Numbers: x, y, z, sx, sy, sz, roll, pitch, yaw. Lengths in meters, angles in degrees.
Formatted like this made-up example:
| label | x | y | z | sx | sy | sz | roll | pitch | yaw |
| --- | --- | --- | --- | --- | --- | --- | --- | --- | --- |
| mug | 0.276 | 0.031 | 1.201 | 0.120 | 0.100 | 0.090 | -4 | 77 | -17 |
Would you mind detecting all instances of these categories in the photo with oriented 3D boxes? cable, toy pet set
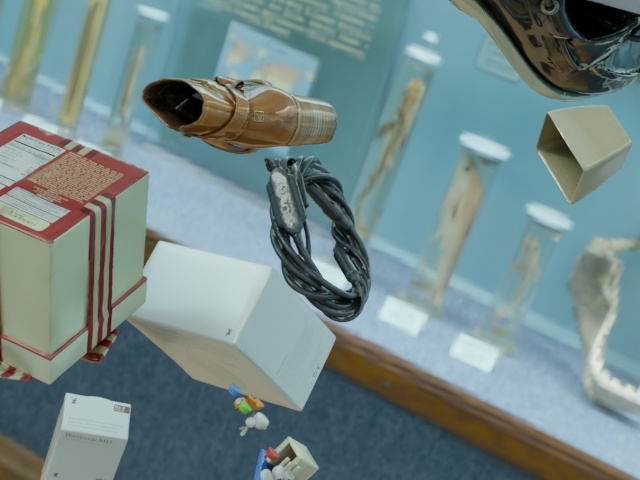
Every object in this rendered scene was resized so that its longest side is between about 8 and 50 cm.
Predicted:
| label | x | y | z | sx | sy | sz | roll | pitch | yaw |
| --- | --- | --- | --- | --- | --- | --- | --- | --- | --- |
| cable | 0.000 | 0.000 | 1.321 | 0.150 | 0.047 | 0.184 | 16 | 51 | -62 |
| toy pet set | -0.065 | 0.240 | 1.455 | 0.114 | 0.065 | 0.122 | 39 | 10 | -42 |

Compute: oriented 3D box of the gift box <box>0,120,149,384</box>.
| label | x | y | z | sx | sy | sz | roll | pitch | yaw |
| --- | --- | --- | --- | --- | --- | --- | --- | --- | --- |
| gift box | -0.398 | 0.028 | 1.718 | 0.255 | 0.258 | 0.276 | 24 | 38 | 23 |

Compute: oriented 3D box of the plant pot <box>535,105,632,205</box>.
| label | x | y | z | sx | sy | sz | roll | pitch | yaw |
| --- | --- | --- | --- | --- | --- | --- | --- | --- | --- |
| plant pot | 0.388 | -0.134 | 1.892 | 0.096 | 0.109 | 0.109 | -22 | 66 | -11 |

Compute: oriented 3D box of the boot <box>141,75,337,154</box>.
| label | x | y | z | sx | sy | sz | roll | pitch | yaw |
| --- | --- | --- | --- | --- | --- | --- | --- | --- | --- |
| boot | -0.145 | -0.164 | 1.703 | 0.220 | 0.109 | 0.283 | 2 | 11 | -41 |

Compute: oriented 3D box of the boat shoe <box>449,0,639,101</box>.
| label | x | y | z | sx | sy | sz | roll | pitch | yaw |
| --- | --- | --- | --- | --- | --- | --- | --- | --- | --- |
| boat shoe | 0.185 | -0.182 | 0.899 | 0.113 | 0.127 | 0.340 | 3 | -15 | 35 |

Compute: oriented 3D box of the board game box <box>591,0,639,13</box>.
| label | x | y | z | sx | sy | sz | roll | pitch | yaw |
| --- | --- | --- | --- | --- | --- | --- | --- | --- | --- |
| board game box | 0.302 | -0.226 | 0.719 | 0.318 | 0.066 | 0.318 | 19 | 56 | 17 |

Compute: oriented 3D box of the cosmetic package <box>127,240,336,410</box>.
| label | x | y | z | sx | sy | sz | roll | pitch | yaw |
| --- | --- | --- | --- | --- | --- | --- | --- | --- | --- |
| cosmetic package | -0.136 | 0.127 | 1.955 | 0.224 | 0.138 | 0.224 | 12 | -23 | 34 |

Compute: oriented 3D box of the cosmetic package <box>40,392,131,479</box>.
| label | x | y | z | sx | sy | sz | roll | pitch | yaw |
| --- | --- | --- | --- | --- | --- | --- | --- | --- | --- |
| cosmetic package | -0.409 | 0.371 | 2.241 | 0.117 | 0.231 | 0.085 | 11 | 43 | -13 |
